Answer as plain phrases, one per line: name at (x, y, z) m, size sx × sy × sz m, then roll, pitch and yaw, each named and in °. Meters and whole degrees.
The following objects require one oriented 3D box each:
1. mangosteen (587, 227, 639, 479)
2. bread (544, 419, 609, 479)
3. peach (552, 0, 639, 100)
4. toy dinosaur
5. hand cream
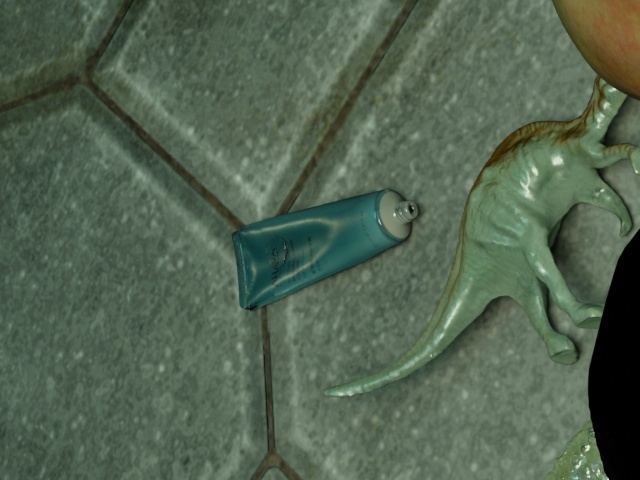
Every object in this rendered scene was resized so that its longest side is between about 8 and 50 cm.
mangosteen at (0.388, 0.090, 1.170) m, size 0.435 × 0.382 × 0.382 m, roll -35°, pitch 51°, yaw -17°
bread at (0.215, 0.245, 1.432) m, size 0.172 × 0.064 × 0.232 m, roll -15°, pitch 70°, yaw 34°
peach at (0.303, -0.220, 1.335) m, size 0.292 × 0.247 × 0.292 m, roll -21°, pitch 34°, yaw 15°
toy dinosaur at (0.161, 0.021, 1.506) m, size 0.393 × 0.092 × 0.205 m, roll -41°, pitch 58°, yaw 27°
hand cream at (0.000, 0.000, 1.678) m, size 0.224 × 0.048 × 0.083 m, roll -21°, pitch 70°, yaw 40°
